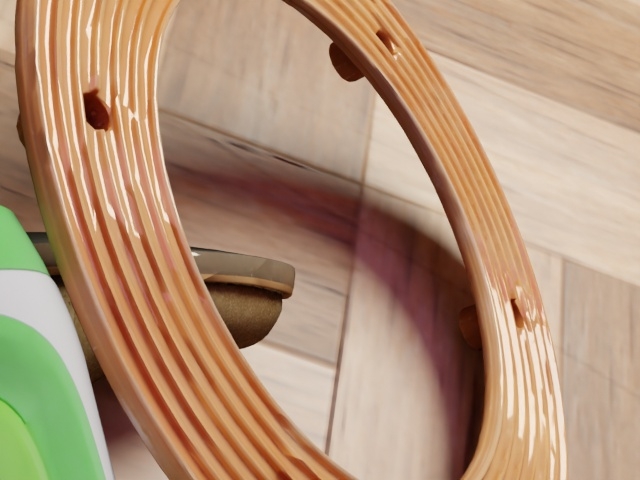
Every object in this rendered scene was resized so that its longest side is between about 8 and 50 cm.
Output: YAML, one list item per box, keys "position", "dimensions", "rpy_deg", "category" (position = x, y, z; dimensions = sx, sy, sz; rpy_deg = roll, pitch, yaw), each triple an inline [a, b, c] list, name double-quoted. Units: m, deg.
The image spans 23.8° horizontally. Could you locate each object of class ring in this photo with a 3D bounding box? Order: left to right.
- position: [0.000, 0.000, 0.593]
  dimensions: [0.336, 0.032, 0.337]
  rpy_deg: [39, 38, -39]
  category: "ring"

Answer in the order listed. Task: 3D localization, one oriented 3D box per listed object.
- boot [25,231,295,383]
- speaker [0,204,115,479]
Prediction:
- position: [-0.142, 0.053, 0.552]
  dimensions: [0.305, 0.112, 0.115]
  rpy_deg: [-4, 88, -35]
  category: "boot"
- position: [-0.101, 0.145, 0.411]
  dimensions: [0.131, 0.131, 0.297]
  rpy_deg: [-10, 80, -33]
  category: "speaker"
